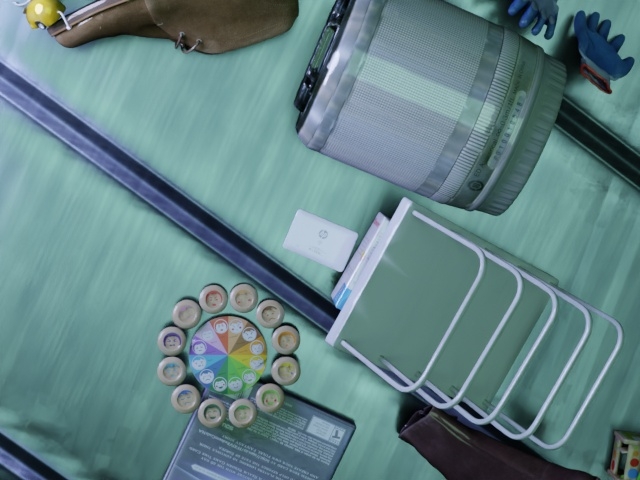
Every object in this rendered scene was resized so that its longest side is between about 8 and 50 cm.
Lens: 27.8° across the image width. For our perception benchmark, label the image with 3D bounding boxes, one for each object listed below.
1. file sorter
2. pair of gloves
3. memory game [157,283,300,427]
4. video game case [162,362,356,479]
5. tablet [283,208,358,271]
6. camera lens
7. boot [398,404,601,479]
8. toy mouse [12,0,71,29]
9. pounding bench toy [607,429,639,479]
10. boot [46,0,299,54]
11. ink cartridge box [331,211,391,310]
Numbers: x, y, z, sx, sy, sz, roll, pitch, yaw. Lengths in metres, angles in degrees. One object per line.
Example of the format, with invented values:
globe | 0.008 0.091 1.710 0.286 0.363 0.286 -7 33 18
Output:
file sorter | 0.191 0.110 1.514 0.277 0.173 0.193 26 96 -37
pair of gloves | 0.298 -0.260 1.556 0.198 0.159 0.023 39 125 -7
memory game | -0.114 0.144 1.623 0.186 0.012 0.186 1 84 -7
video game case | -0.100 0.318 1.655 0.196 0.026 0.274 25 95 -5
tablet | 0.000 0.000 1.636 0.083 0.006 0.054 23 94 -5
camera lens | 0.120 -0.170 1.515 0.274 0.219 0.219 23 95 -5
boot | 0.209 0.274 1.560 0.207 0.248 0.090 39 66 -3
toy mouse | -0.307 -0.311 1.543 0.143 0.161 0.031 -55 129 -22
pounding bench toy | 0.403 0.285 1.643 0.052 0.083 0.065 8 95 -4
boot | -0.173 -0.266 1.557 0.305 0.112 0.115 -16 107 -3
ink cartridge box | 0.088 0.034 1.599 0.090 0.092 0.143 30 95 -5
